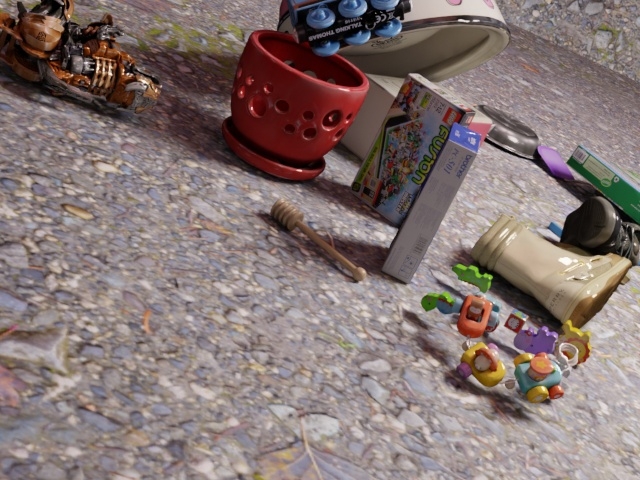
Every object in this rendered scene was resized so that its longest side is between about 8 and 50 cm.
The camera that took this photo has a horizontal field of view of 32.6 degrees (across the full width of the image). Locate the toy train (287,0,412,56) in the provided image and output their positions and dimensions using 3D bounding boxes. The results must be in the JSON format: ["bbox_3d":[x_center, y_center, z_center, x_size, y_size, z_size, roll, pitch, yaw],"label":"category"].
[{"bbox_3d":[0.040,-0.341,1.615,0.184,0.080,0.105,-18,51,-5],"label":"toy train"}]

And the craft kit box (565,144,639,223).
[{"bbox_3d":[0.657,-0.083,2.239,0.247,0.061,0.250,14,26,-43],"label":"craft kit box"}]

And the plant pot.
[{"bbox_3d":[-0.048,-0.196,1.621,0.191,0.174,0.191,23,23,-10],"label":"plant pot"}]

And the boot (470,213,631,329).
[{"bbox_3d":[0.353,0.032,1.675,0.203,0.095,0.262,34,28,19],"label":"boot"}]

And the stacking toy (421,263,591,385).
[{"bbox_3d":[0.246,0.115,1.444,0.221,0.052,0.167,31,21,14],"label":"stacking toy"}]

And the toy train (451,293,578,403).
[{"bbox_3d":[0.230,0.124,1.321,0.166,0.046,0.125,23,54,10],"label":"toy train"}]

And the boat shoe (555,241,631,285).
[{"bbox_3d":[0.446,0.049,1.808,0.153,0.048,0.056,22,-3,-26],"label":"boat shoe"}]

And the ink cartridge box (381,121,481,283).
[{"bbox_3d":[0.151,-0.051,1.481,0.046,0.207,0.097,26,23,1],"label":"ink cartridge box"}]

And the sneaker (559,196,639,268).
[{"bbox_3d":[0.482,-0.012,1.803,0.130,0.087,0.227,14,-9,2],"label":"sneaker"}]

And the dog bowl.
[{"bbox_3d":[0.108,-0.362,1.856,0.408,0.408,0.150,-4,80,-50],"label":"dog bowl"}]

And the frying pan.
[{"bbox_3d":[0.345,-0.248,2.325,0.326,0.053,0.197,13,26,-37],"label":"frying pan"}]

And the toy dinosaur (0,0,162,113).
[{"bbox_3d":[-0.373,-0.289,1.527,0.322,0.164,0.218,39,32,-28],"label":"toy dinosaur"}]

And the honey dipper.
[{"bbox_3d":[0.000,0.000,1.443,0.161,0.030,0.030,38,25,22],"label":"honey dipper"}]

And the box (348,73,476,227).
[{"bbox_3d":[0.135,-0.133,1.639,0.114,0.207,0.036,37,25,24],"label":"box"}]

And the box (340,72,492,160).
[{"bbox_3d":[0.163,-0.195,1.906,0.149,0.126,0.232,41,27,30],"label":"box"}]

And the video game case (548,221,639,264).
[{"bbox_3d":[0.503,0.006,1.987,0.166,0.015,0.119,2,34,-45],"label":"video game case"}]

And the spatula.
[{"bbox_3d":[0.550,-0.106,2.253,0.084,0.030,0.296,8,30,-43],"label":"spatula"}]
